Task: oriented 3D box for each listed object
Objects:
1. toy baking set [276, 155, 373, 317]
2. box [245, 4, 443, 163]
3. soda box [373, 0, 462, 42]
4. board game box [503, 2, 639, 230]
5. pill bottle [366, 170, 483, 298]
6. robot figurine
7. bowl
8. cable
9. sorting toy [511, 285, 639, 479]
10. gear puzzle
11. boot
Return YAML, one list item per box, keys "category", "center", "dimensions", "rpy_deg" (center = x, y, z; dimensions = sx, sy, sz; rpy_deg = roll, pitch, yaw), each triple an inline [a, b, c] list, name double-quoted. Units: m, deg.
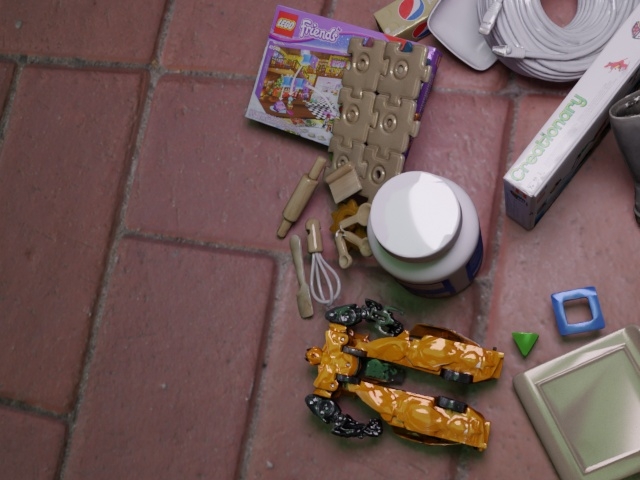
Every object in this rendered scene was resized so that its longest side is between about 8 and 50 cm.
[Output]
- category: "toy baking set"
  center: [-0.003, -0.006, 1.048]
  dimensions: [0.256, 0.030, 0.196]
  rpy_deg: [-55, 51, 29]
- category: "box"
  center: [0.033, -0.260, 1.101]
  dimensions: [0.293, 0.057, 0.200]
  rpy_deg: [22, 102, 19]
- category: "soda box"
  center: [0.187, -0.398, 1.114]
  dimensions: [0.181, 0.058, 0.061]
  rpy_deg: [-28, 72, 9]
- category: "board game box"
  center: [0.377, -0.167, 0.936]
  dimensions: [0.053, 0.193, 0.305]
  rpy_deg: [38, 90, 21]
- category: "pill bottle"
  center: [0.150, -0.007, 0.923]
  dimensions: [0.152, 0.272, 0.152]
  rpy_deg: [-4, 77, 15]
- category: "robot figurine"
  center: [0.118, 0.207, 0.985]
  dimensions: [0.291, 0.085, 0.211]
  rpy_deg: [11, 81, 17]
- category: "bowl"
  center: [0.255, -0.368, 1.059]
  dimensions: [0.142, 0.053, 0.142]
  rpy_deg: [34, 108, -17]
- category: "cable"
  center: [0.367, -0.371, 0.990]
  dimensions: [0.257, 0.089, 0.257]
  rpy_deg: [16, 93, -14]
- category: "sorting toy"
  center: [0.400, 0.239, 0.919]
  dimensions: [0.196, 0.047, 0.347]
  rpy_deg: [-28, 71, 13]
- category: "gear puzzle"
  center: [0.085, -0.141, 1.020]
  dimensions: [0.175, 0.044, 0.338]
  rpy_deg: [23, 107, 43]
- category: "boot"
  center: [0.501, -0.126, 0.886]
  dimensions: [0.190, 0.208, 0.076]
  rpy_deg: [-21, 31, 9]
